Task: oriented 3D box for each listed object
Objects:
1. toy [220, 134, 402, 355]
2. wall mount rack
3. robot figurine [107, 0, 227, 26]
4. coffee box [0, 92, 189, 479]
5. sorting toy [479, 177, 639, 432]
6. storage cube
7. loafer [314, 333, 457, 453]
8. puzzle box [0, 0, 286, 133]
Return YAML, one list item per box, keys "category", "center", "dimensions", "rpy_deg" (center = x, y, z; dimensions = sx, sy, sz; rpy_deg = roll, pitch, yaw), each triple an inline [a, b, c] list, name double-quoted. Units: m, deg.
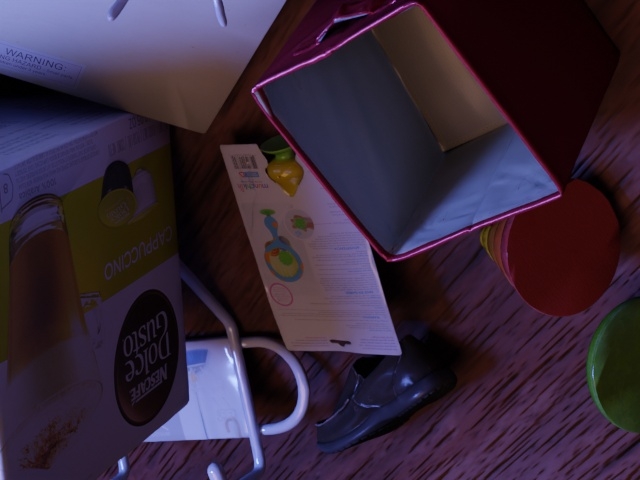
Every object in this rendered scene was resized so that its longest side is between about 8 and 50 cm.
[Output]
- category: "toy"
  center: [0.000, 0.000, 1.445]
  dimensions: [0.136, 0.056, 0.237]
  rpy_deg: [0, 123, 33]
- category: "wall mount rack"
  center: [-0.195, 0.134, 1.626]
  dimensions: [0.350, 0.130, 0.304]
  rpy_deg: [-8, 99, 32]
- category: "robot figurine"
  center: [-0.078, -0.326, 1.032]
  dimensions: [0.199, 0.300, 0.354]
  rpy_deg: [25, 109, 46]
- category: "coffee box"
  center: [-0.354, 0.052, 1.406]
  dimensions: [0.338, 0.337, 0.334]
  rpy_deg: [4, 108, 22]
- category: "sorting toy"
  center: [0.257, 0.090, 1.376]
  dimensions: [0.365, 0.127, 0.126]
  rpy_deg: [51, 162, -23]
- category: "storage cube"
  center: [0.097, -0.131, 1.175]
  dimensions: [0.183, 0.193, 0.215]
  rpy_deg: [-23, 116, 41]
- category: "loafer"
  center: [0.061, 0.159, 1.552]
  dimensions: [0.220, 0.080, 0.078]
  rpy_deg: [-39, 71, 46]
- category: "puzzle box"
  center: [-0.243, -0.234, 1.239]
  dimensions: [0.408, 0.052, 0.272]
  rpy_deg: [16, 148, -17]
